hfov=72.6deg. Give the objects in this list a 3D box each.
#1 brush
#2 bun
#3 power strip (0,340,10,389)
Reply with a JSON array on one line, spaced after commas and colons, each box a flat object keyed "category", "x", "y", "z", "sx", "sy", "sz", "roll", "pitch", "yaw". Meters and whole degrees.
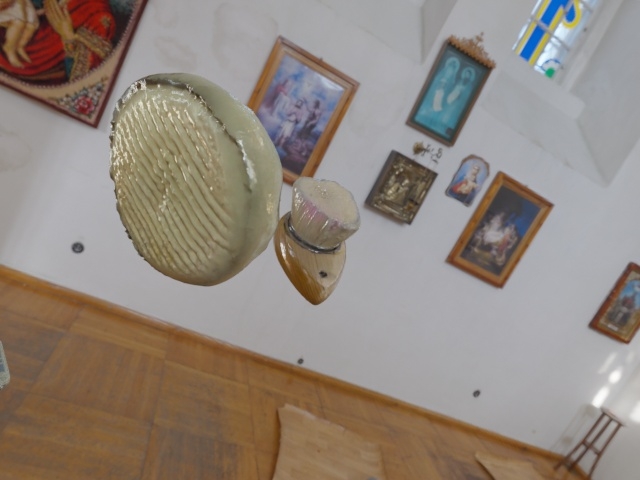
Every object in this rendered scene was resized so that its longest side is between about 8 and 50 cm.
[{"category": "brush", "x": 0.000, "y": 0.000, "z": 0.965, "sx": 0.174, "sy": 0.166, "sz": 0.267, "roll": 11, "pitch": 43, "yaw": -24}, {"category": "bun", "x": -0.160, "y": -0.081, "z": 0.590, "sx": 0.287, "sy": 0.288, "sz": 0.146, "roll": 34, "pitch": 28, "yaw": 26}, {"category": "power strip", "x": -0.699, "y": 0.260, "z": 0.929, "sx": 0.047, "sy": 0.030, "sz": 0.191, "roll": -7, "pitch": 22, "yaw": -41}]
